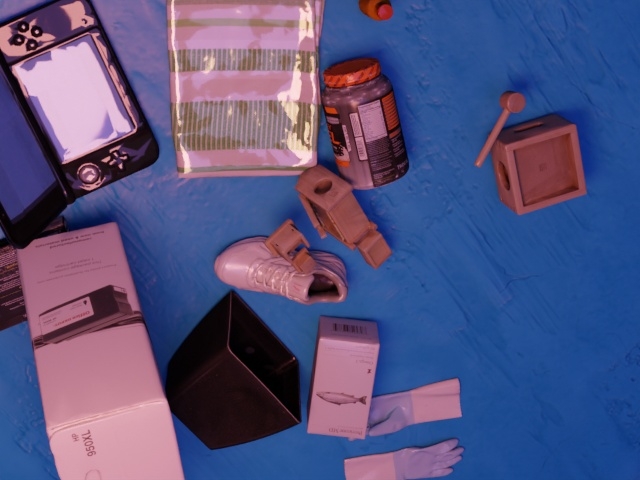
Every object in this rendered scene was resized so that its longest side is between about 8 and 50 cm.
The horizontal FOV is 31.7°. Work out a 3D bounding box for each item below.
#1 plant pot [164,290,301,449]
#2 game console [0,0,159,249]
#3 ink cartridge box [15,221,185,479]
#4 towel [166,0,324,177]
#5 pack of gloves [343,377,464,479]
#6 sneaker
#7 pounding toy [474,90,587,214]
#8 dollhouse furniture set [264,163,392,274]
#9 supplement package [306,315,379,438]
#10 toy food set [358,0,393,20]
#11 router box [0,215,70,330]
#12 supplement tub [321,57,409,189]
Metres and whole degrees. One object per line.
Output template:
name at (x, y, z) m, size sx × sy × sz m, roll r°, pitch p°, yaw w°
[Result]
plant pot at (-0.153, 0.233, 1.871) m, size 0.167 × 0.187 × 0.188 m, roll -35°, pitch 114°, yaw 15°
game console at (-0.398, -0.179, 1.663) m, size 0.250 × 0.173 × 0.293 m, roll -24°, pitch 113°, yaw -3°
ink cartridge box at (-0.320, 0.211, 1.661) m, size 0.166 × 0.395 × 0.285 m, roll -14°, pitch 132°, yaw -10°
towel at (-0.115, -0.258, 1.774) m, size 0.247 × 0.038 × 0.325 m, roll -3°, pitch 110°, yaw -11°
pack of gloves at (0.155, 0.368, 2.055) m, size 0.232 × 0.046 × 0.195 m, roll -11°, pitch 110°, yaw -9°
sneaker at (-0.057, 0.056, 1.855) m, size 0.232 × 0.115 × 0.090 m, roll 5°, pitch 108°, yaw -15°
pounding toy at (0.328, -0.158, 1.881) m, size 0.181 × 0.094 × 0.206 m, roll -18°, pitch 112°, yaw -7°
dollhouse furniture set at (0.000, 0.000, 1.842) m, size 0.161 × 0.101 × 0.182 m, roll -43°, pitch 135°, yaw -10°
supplement package at (0.037, 0.234, 1.938) m, size 0.105 × 0.105 × 0.179 m, roll 6°, pitch 108°, yaw -3°
toy food set at (0.062, -0.451, 1.709) m, size 0.111 × 0.104 × 0.232 m, roll -1°, pitch 109°, yaw -13°
router box at (-0.468, 0.056, 1.798) m, size 0.178 × 0.046 × 0.133 m, roll -21°, pitch 113°, yaw -5°
supplement tub at (0.069, -0.187, 1.798) m, size 0.117 × 0.117 × 0.190 m, roll -17°, pitch 111°, yaw -7°
